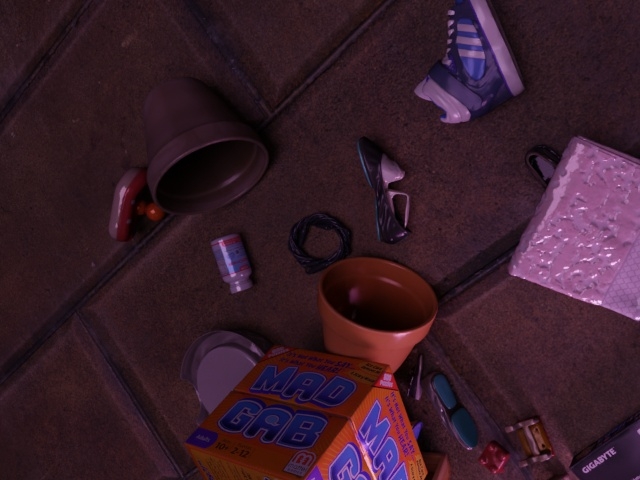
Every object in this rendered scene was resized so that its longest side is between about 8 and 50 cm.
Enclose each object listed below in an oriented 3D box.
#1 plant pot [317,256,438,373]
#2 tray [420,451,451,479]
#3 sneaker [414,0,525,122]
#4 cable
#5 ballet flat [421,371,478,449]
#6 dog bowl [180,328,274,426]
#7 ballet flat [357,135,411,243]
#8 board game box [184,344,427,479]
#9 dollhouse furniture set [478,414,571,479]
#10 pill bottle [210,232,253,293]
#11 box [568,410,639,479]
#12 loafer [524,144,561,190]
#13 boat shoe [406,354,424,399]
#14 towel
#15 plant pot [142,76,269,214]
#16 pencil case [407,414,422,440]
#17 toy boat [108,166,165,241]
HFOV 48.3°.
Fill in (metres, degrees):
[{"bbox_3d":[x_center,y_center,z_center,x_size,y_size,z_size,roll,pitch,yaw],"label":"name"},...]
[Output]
[{"bbox_3d":[0.122,0.204,1.767,0.291,0.291,0.203,27,126,21],"label":"plant pot"},{"bbox_3d":[0.114,0.636,1.873,0.411,0.203,0.076,-3,114,27],"label":"tray"},{"bbox_3d":[0.298,-0.428,1.625,0.236,0.130,0.322,-24,94,24],"label":"sneaker"},{"bbox_3d":[0.000,0.000,1.913,0.184,0.047,0.150,-28,81,31],"label":"cable"},{"bbox_3d":[0.327,0.434,1.818,0.213,0.072,0.068,61,146,5],"label":"ballet flat"},{"bbox_3d":[-0.237,0.418,2.074,0.349,0.102,0.348,6,102,27],"label":"dog bowl"},{"bbox_3d":[0.169,-0.130,1.778,0.096,0.095,0.280,-10,105,18],"label":"ballet flat"},{"bbox_3d":[-0.021,0.512,1.680,0.356,0.356,0.356,3,125,39],"label":"board game box"},{"bbox_3d":[0.517,0.631,1.726,0.201,0.152,0.374,-28,69,29],"label":"dollhouse furniture set"},{"bbox_3d":[-0.247,0.065,2.021,0.087,0.087,0.160,-19,91,29],"label":"pill bottle"},{"bbox_3d":[0.773,0.536,1.598,0.293,0.073,0.295,48,116,10],"label":"box"},{"bbox_3d":[0.553,-0.104,1.581,0.267,0.084,0.096,45,116,13],"label":"loafer"},{"bbox_3d":[0.245,0.352,1.849,0.038,0.046,0.125,10,112,21],"label":"boat shoe"},{"bbox_3d":[0.612,-0.018,1.528,0.317,0.053,0.331,22,109,1],"label":"towel"},{"bbox_3d":[-0.337,-0.273,1.907,0.323,0.323,0.280,-39,65,27],"label":"plant pot"},{"bbox_3d":[0.115,0.452,1.885,0.306,0.133,0.119,29,90,19],"label":"pencil case"},{"bbox_3d":[-0.535,-0.102,2.128,0.151,0.151,0.231,13,108,-7],"label":"toy boat"}]
